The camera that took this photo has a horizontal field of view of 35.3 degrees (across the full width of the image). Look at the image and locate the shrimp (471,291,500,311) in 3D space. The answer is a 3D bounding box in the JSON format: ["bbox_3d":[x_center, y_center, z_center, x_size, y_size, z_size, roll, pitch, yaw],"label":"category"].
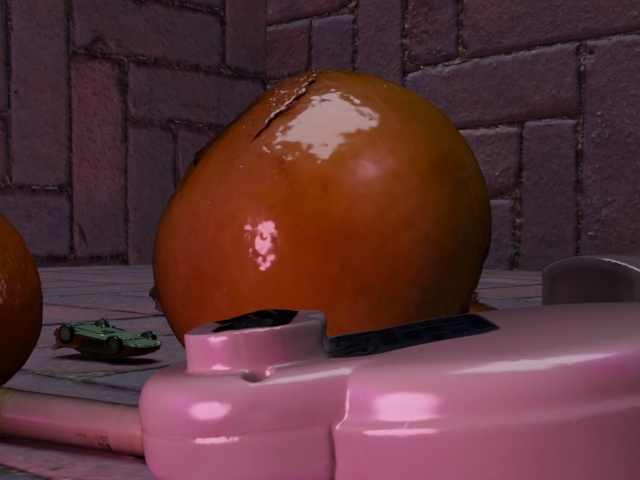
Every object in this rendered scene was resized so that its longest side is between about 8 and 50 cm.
[{"bbox_3d":[0.208,0.092,1.379,0.132,0.052,0.187,0,-2,6],"label":"shrimp"}]

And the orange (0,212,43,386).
[{"bbox_3d":[-0.319,0.041,0.741,0.224,0.170,0.224,-1,0,0],"label":"orange"}]

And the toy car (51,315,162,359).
[{"bbox_3d":[-0.217,0.105,1.033,0.121,0.035,0.059,11,6,32],"label":"toy car"}]

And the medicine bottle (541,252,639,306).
[{"bbox_3d":[0.413,0.068,1.296,0.161,0.111,0.296,3,5,39],"label":"medicine bottle"}]

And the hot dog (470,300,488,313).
[{"bbox_3d":[0.104,0.088,1.074,0.131,0.069,0.252,-1,0,-5],"label":"hot dog"}]

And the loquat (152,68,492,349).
[{"bbox_3d":[0.000,0.000,0.750,0.263,0.263,0.263,0,1,0],"label":"loquat"}]

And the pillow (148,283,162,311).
[{"bbox_3d":[-0.091,0.010,1.610,0.310,0.138,0.283,-33,-9,16],"label":"pillow"}]

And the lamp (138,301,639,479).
[{"bbox_3d":[0.053,0.079,0.392,0.245,0.108,0.179,-1,-3,2],"label":"lamp"}]

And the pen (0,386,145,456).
[{"bbox_3d":[-0.152,0.115,0.629,0.233,0.032,0.040,3,-22,27],"label":"pen"}]
